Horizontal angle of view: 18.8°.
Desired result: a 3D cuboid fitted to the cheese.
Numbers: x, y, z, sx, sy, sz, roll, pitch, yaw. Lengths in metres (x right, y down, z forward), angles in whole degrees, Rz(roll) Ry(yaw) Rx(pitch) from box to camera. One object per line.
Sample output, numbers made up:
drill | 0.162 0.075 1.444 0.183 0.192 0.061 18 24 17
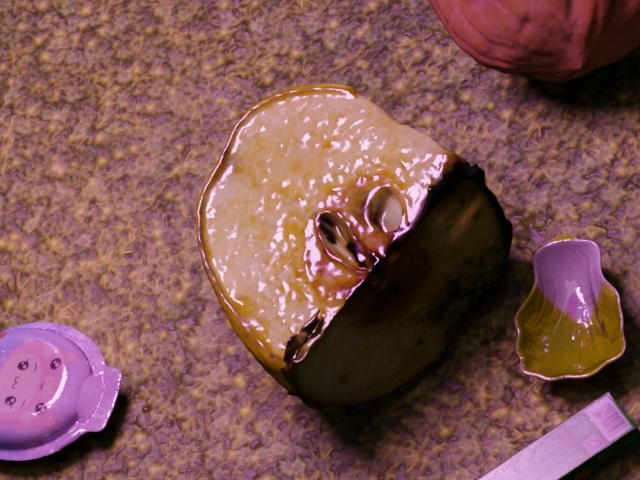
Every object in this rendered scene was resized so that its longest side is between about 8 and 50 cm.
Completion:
cheese | -0.290 0.129 1.717 0.245 0.052 0.135 5 61 21

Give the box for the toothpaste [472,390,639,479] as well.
toothpaste | 0.171 0.188 1.538 0.178 0.037 0.043 -34 58 -4

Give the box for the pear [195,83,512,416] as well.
pear | 0.000 0.000 1.644 0.255 0.164 0.238 35 85 38

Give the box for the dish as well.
dish | 0.210 0.062 1.603 0.091 0.039 0.137 -10 56 18

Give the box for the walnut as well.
walnut | 0.193 -0.258 1.708 0.225 0.225 0.261 -20 60 5
